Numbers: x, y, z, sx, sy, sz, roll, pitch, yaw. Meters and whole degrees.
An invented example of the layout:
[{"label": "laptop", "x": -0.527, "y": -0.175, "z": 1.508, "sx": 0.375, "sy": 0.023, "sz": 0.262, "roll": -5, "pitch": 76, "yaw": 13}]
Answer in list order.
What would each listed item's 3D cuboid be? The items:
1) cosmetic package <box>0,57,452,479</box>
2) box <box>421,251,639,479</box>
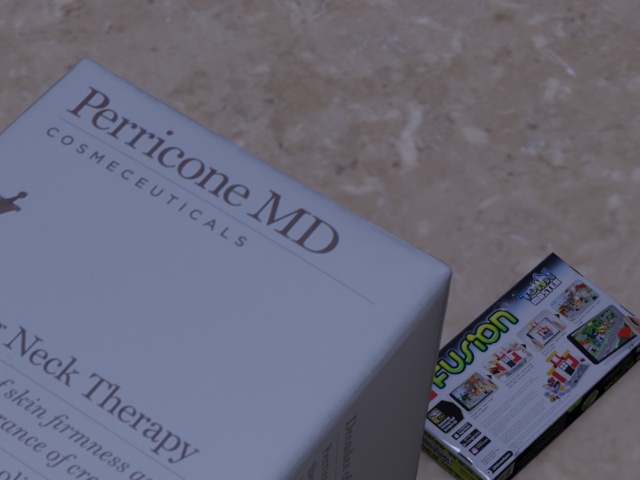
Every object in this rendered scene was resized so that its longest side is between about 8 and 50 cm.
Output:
[{"label": "cosmetic package", "x": -0.159, "y": 0.159, "z": 1.358, "sx": 0.329, "sy": 0.327, "sz": 0.393, "roll": 30, "pitch": 57, "yaw": 18}, {"label": "box", "x": 0.164, "y": 0.109, "z": 1.587, "sx": 0.207, "sy": 0.036, "sz": 0.114, "roll": -38, "pitch": 64, "yaw": -26}]
